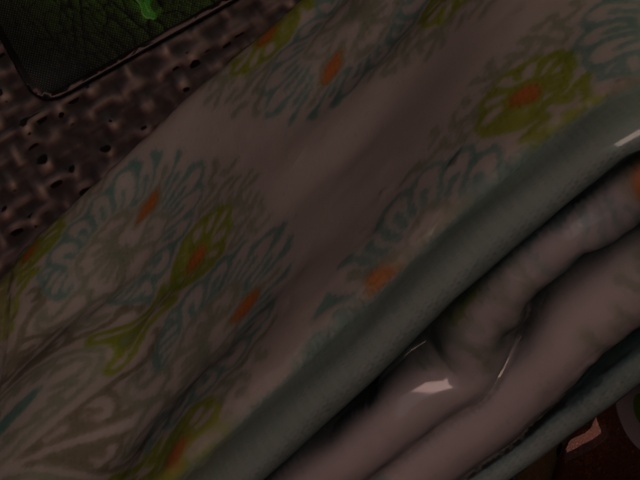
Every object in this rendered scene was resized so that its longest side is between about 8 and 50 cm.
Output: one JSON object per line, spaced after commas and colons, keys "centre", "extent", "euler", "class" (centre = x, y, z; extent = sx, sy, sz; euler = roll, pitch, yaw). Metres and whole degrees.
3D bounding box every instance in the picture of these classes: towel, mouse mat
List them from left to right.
{"centre": [-0.129, -0.184, 1.023], "extent": [0.153, 0.007, 0.189], "euler": [-30, 73, -3], "class": "mouse mat"}
{"centre": [0.000, 0.000, 0.765], "extent": [0.374, 0.320, 0.090], "euler": [-39, 117, 18], "class": "towel"}

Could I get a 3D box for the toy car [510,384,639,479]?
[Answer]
{"centre": [0.086, 0.080, 0.830], "extent": [0.149, 0.188, 0.155], "euler": [-11, 73, 2], "class": "toy car"}
